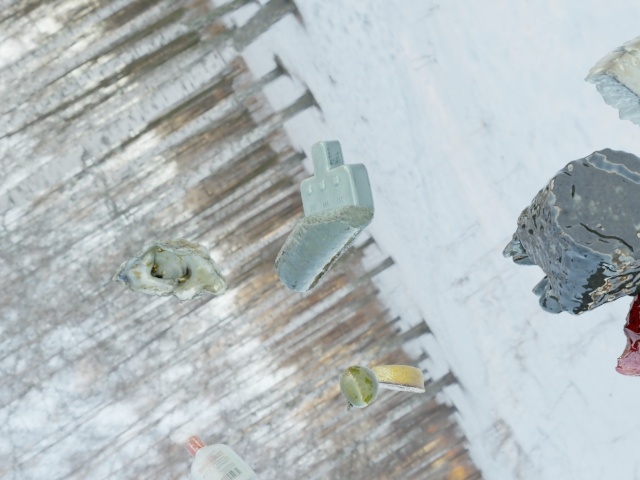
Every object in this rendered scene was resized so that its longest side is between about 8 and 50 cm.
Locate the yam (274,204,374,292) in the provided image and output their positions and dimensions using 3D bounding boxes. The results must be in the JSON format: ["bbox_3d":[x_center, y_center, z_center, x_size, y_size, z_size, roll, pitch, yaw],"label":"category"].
[{"bbox_3d":[0.000,0.000,1.395,0.106,0.106,0.259,58,143,16],"label":"yam"}]

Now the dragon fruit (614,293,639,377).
[{"bbox_3d":[0.589,0.115,1.205,0.134,0.262,0.211,28,168,-37],"label":"dragon fruit"}]

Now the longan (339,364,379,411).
[{"bbox_3d":[0.063,0.256,1.342,0.075,0.083,0.075,28,-175,-3],"label":"longan"}]

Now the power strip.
[{"bbox_3d":[0.025,-0.127,1.747,0.265,0.059,0.194,-11,90,65],"label":"power strip"}]

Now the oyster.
[{"bbox_3d":[-0.345,0.068,1.807,0.341,0.110,0.166,-17,103,42],"label":"oyster"}]

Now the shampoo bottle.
[{"bbox_3d":[-0.234,0.508,1.743,0.221,0.108,0.051,28,152,47],"label":"shampoo bottle"}]

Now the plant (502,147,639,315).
[{"bbox_3d":[0.389,0.007,1.118,0.276,0.198,0.189,78,171,-67],"label":"plant"}]

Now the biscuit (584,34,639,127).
[{"bbox_3d":[0.633,-0.282,1.422,0.281,0.179,0.084,28,-173,-16],"label":"biscuit"}]

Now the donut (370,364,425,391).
[{"bbox_3d":[0.198,0.357,2.023,0.152,0.151,0.058,63,-149,-70],"label":"donut"}]
